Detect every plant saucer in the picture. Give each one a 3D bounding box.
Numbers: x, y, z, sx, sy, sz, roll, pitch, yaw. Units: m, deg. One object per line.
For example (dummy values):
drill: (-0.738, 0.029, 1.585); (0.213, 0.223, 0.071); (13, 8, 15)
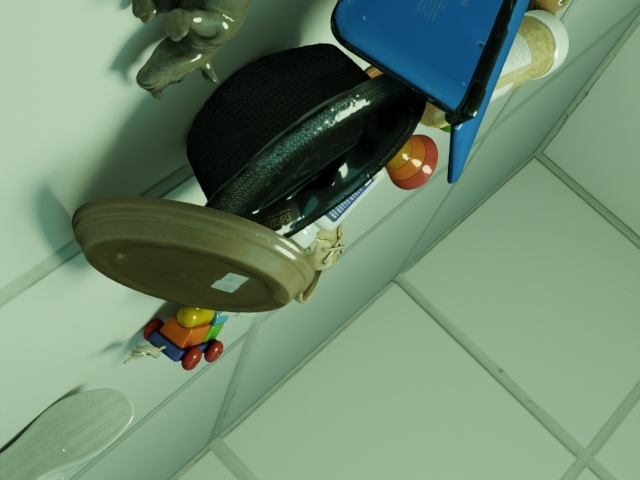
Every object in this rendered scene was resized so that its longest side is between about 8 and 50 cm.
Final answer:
plant saucer: (-0.144, 0.026, 0.954); (0.278, 0.278, 0.041); (101, -1, -68)
plant saucer: (0.070, -0.244, 1.342); (0.083, 0.013, 0.083); (-44, 168, -11)

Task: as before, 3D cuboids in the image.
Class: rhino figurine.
rhino figurine: (-0.103, -0.208, 0.746); (0.106, 0.073, 0.243); (-30, 162, -43)

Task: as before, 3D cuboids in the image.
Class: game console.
game console: (0.138, -0.254, 0.939); (0.173, 0.250, 0.293); (-22, -139, 65)

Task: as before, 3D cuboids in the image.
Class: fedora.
fedora: (-0.039, -0.128, 1.012); (0.334, 0.152, 0.334); (-35, 166, -10)

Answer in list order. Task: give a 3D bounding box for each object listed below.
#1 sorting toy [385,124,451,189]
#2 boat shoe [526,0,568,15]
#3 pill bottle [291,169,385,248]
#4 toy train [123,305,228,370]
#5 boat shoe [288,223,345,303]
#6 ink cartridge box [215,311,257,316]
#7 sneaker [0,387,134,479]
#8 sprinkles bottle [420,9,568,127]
sorting toy: (0.223, -0.269, 1.645); (0.126, 0.127, 0.365); (22, 112, -45)
boat shoe: (0.423, -0.473, 1.556); (0.111, 0.104, 0.307); (-41, 167, -17)
pill bottle: (0.008, -0.081, 1.433); (0.186, 0.112, 0.112); (-47, 168, 3)
toy train: (-0.222, 0.131, 1.405); (0.143, 0.105, 0.248); (-59, 165, 10)
boat shoe: (0.000, 0.000, 1.668); (0.122, 0.110, 0.341); (-36, 165, -38)
ink cartridge box: (-0.127, 0.031, 1.305); (0.128, 0.127, 0.176); (-46, 168, 3)
sneaker: (-0.437, 0.353, 1.403); (0.292, 0.108, 0.169); (-32, 166, -15)
sprinkles bottle: (0.289, -0.301, 1.461); (0.355, 0.121, 0.121); (-30, 160, -39)
